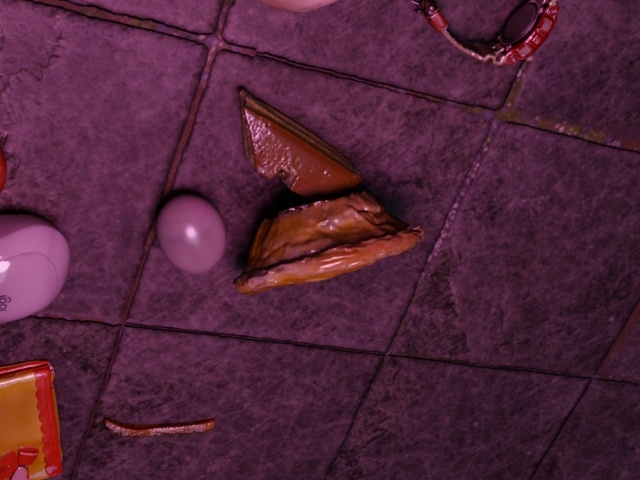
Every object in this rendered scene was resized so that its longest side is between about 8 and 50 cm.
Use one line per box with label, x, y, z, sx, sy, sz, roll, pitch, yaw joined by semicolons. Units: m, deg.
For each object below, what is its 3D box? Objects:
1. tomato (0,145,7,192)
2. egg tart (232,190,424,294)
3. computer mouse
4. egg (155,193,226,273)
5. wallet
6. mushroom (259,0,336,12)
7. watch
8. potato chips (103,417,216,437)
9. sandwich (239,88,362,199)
tomato;-0.509;-0.097;1.228;0.187;0.151;0.187;-21;168;-5
egg tart;0.000;0.000;1.441;0.315;0.315;0.120;-16;88;-10
computer mouse;-0.505;0.052;1.334;0.296;0.121;0.184;0;136;-24
egg;-0.194;-0.009;1.424;0.103;0.103;0.135;-20;130;-6
wallet;-0.499;0.309;1.551;0.141;0.067;0.241;-8;124;-17
mushroom;-0.019;-0.412;1.172;0.246;0.202;0.246;-41;170;-9
watch;0.219;-0.362;1.357;0.268;0.102;0.165;21;115;-22
potato chips;-0.284;0.331;1.671;0.204;0.026;0.037;5;107;-22
sandwich;-0.046;-0.125;1.409;0.244;0.090;0.088;31;105;-33
